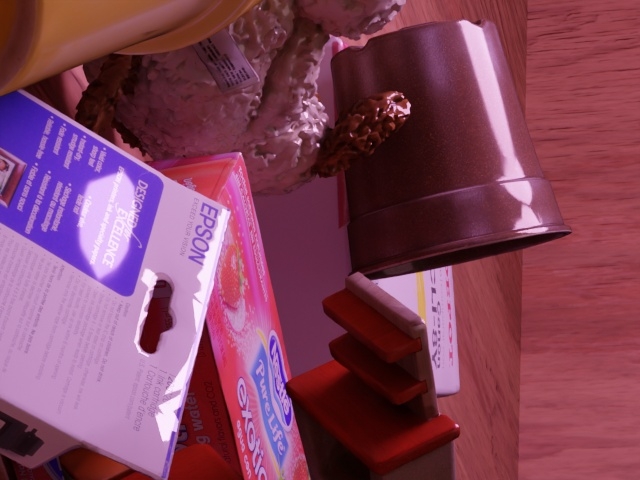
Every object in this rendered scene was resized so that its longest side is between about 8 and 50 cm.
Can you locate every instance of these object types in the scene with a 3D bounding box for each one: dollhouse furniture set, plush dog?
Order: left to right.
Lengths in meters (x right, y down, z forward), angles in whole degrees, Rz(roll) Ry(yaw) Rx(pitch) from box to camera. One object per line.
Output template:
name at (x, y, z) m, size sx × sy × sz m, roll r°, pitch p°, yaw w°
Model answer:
dollhouse furniture set at (-0.061, 0.134, 0.975) m, size 0.262 × 0.259 × 0.135 m, roll 36°, pitch -36°, yaw 50°
plush dog at (-0.070, -0.105, 1.244) m, size 0.210 × 0.262 × 0.225 m, roll -66°, pitch 153°, yaw -21°

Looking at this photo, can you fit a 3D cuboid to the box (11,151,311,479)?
box at (-0.105, 0.111, 1.183) m, size 0.142 × 0.154 × 0.300 m, roll -70°, pitch 151°, yaw -59°

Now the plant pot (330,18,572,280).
plant pot at (0.084, -0.067, 1.354) m, size 0.167 × 0.167 × 0.165 m, roll 9°, pitch 68°, yaw -75°

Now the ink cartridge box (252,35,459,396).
ink cartridge box at (0.000, 0.000, 1.586) m, size 0.385 × 0.160 × 0.279 m, roll 18°, pitch 68°, yaw -74°

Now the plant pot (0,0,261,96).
plant pot at (-0.148, -0.190, 0.961) m, size 0.239 × 0.254 × 0.254 m, roll -48°, pitch 135°, yaw -47°

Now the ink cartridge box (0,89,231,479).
ink cartridge box at (-0.158, 0.013, 0.974) m, size 0.208 × 0.045 × 0.206 m, roll 30°, pitch 42°, yaw -17°
